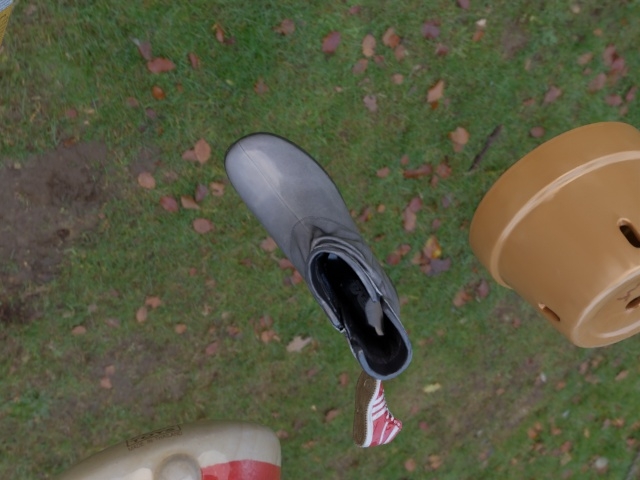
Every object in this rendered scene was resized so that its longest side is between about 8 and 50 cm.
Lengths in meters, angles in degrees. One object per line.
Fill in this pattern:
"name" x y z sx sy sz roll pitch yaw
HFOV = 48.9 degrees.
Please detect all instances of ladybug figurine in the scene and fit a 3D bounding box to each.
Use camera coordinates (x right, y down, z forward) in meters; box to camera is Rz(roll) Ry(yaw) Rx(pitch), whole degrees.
"ladybug figurine" -0.186 0.333 0.848 0.305 0.162 0.449 -13 160 -18

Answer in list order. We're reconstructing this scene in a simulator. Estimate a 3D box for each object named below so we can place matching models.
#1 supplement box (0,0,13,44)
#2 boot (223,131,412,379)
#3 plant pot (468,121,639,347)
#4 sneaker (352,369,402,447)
"supplement box" -0.325 -0.184 0.606 0.078 0.080 0.233 30 132 -12
"boot" 0.000 0.000 0.869 0.118 0.223 0.338 -42 95 6
"plant pot" 0.383 0.012 0.981 0.291 0.203 0.291 -16 143 -12
"sneaker" 0.085 0.236 1.011 0.067 0.042 0.118 11 87 -35
